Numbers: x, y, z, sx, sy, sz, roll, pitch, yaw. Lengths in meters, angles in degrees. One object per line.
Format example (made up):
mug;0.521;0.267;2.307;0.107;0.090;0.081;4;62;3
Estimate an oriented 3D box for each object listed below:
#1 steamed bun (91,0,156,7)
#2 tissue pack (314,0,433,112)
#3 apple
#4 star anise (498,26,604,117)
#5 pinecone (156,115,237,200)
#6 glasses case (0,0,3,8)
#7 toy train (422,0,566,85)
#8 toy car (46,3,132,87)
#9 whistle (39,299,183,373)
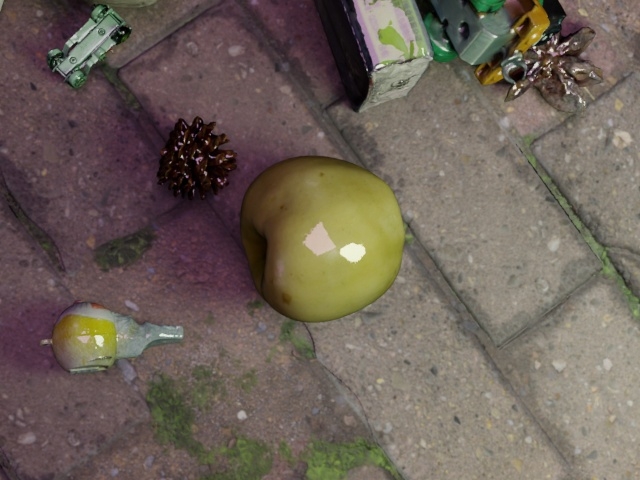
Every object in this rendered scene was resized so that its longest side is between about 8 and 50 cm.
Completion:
steamed bun;-0.393;-0.500;1.518;0.383;0.236;0.247;17;82;6
tissue pack;0.049;-0.420;1.517;0.124;0.288;0.394;-20;87;-2
apple;0.000;0.000;1.502;0.262;0.262;0.262;0;85;-4
star anise;0.382;-0.315;1.639;0.212;0.073;0.197;11;79;0
pinecone;-0.196;-0.129;1.555;0.120;0.140;0.140;26;83;-21
glasses case;-0.565;-0.377;1.584;0.074;0.049;0.193;16;83;-4
toy train;0.258;-0.443;1.559;0.249;0.178;0.429;-16;73;-28
toy car;-0.378;-0.317;1.593;0.073;0.054;0.143;43;88;1
whistle;-0.329;0.146;1.535;0.223;0.123;0.123;-4;85;-19
